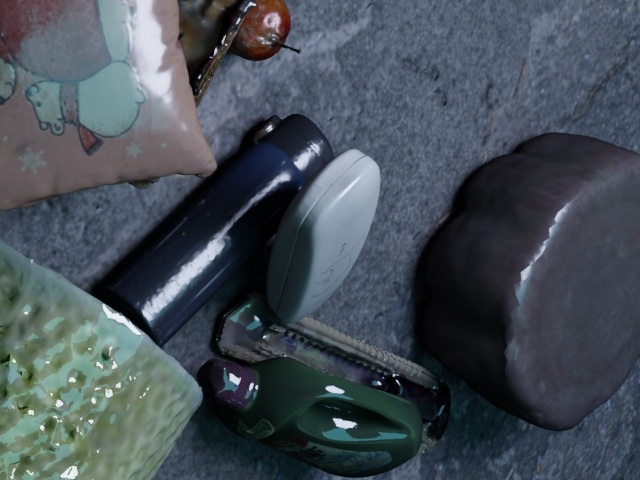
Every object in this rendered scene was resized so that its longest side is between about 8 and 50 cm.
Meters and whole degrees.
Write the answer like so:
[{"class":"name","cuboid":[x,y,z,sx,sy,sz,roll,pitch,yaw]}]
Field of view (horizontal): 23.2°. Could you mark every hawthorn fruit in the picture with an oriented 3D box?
[{"class":"hawthorn fruit","cuboid":[-0.045,-0.172,1.290,0.067,0.103,0.067,-27,141,-24]}]

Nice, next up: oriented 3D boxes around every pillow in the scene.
[{"class":"pillow","cuboid":[-0.197,-0.136,1.131,0.223,0.084,0.236,-11,105,-17]}]

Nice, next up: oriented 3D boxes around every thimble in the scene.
[{"class":"thimble","cuboid":[-0.227,0.106,1.093,0.150,0.271,0.271,-58,136,-15]}]

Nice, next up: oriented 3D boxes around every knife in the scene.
[{"class":"knife","cuboid":[0.027,0.135,1.520,0.365,0.043,0.089,31,81,-46]}]

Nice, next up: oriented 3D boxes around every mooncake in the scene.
[{"class":"mooncake","cuboid":[0.240,0.039,1.618,0.306,0.154,0.306,-17,116,-39]}]

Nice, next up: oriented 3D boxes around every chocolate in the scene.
[{"class":"chocolate","cuboid":[-0.094,-0.196,1.246,0.329,0.102,0.065,-64,164,-7]}]

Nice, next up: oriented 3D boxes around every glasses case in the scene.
[{"class":"glasses case","cuboid":[0.000,0.000,1.331,0.092,0.059,0.233,-46,169,-26]}]

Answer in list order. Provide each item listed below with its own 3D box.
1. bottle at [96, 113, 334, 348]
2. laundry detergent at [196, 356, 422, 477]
[{"class":"bottle","cuboid":[-0.085,-0.013,1.332,0.082,0.072,0.244,45,66,0]},{"class":"laundry detergent","cuboid":[-0.015,0.152,1.421,0.221,0.144,0.078,31,54,-42]}]
